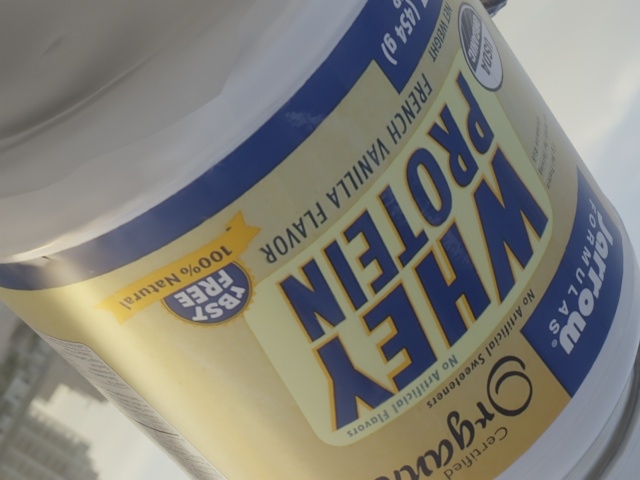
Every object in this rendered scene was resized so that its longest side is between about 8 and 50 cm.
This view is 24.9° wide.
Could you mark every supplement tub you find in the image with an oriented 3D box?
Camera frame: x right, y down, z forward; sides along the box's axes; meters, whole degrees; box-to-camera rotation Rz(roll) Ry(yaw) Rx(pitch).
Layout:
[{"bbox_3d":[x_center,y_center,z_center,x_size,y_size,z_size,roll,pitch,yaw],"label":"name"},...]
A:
[{"bbox_3d":[0.000,0.000,0.629,0.228,0.316,0.228,-25,-143,21],"label":"supplement tub"}]

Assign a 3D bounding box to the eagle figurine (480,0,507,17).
[{"bbox_3d":[0.058,-0.202,1.086,0.298,0.226,0.225,-52,-142,20],"label":"eagle figurine"}]
